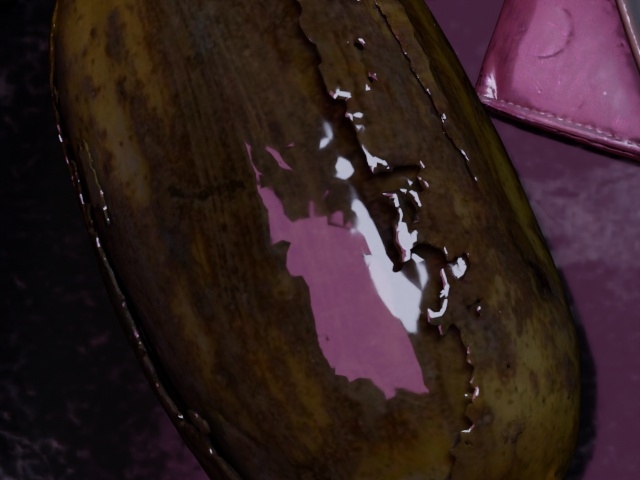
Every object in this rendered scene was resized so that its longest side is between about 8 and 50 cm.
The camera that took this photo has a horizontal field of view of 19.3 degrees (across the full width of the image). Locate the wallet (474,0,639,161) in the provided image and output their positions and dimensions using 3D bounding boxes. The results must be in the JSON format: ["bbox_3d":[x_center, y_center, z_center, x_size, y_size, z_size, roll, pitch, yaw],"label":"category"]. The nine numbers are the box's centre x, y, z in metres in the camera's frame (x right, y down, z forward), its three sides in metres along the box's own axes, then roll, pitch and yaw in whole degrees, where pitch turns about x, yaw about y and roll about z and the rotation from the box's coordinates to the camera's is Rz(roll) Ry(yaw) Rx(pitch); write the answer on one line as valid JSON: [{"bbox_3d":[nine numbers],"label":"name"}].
[{"bbox_3d":[0.167,-0.157,0.933,0.119,0.025,0.232,19,87,12],"label":"wallet"}]

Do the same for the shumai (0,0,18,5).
[{"bbox_3d":[-0.189,-0.161,0.967,0.099,0.124,0.087,24,110,38],"label":"shumai"}]

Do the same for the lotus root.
[{"bbox_3d":[0.000,0.000,0.874,0.196,0.179,0.397,-31,75,23],"label":"lotus root"}]

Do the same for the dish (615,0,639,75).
[{"bbox_3d":[0.236,-0.132,0.874,0.212,0.077,0.151,-17,88,-2],"label":"dish"}]
